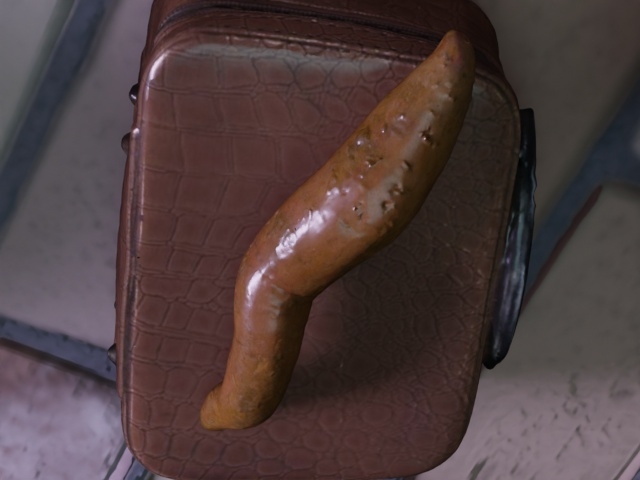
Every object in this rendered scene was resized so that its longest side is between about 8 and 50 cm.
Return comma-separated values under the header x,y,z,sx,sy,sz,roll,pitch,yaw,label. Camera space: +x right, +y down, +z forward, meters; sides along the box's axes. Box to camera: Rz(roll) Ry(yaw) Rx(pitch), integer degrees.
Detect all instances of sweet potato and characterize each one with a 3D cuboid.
x,y,z,sx,sy,sz,roll,pitch,yaw,label
-0.002,0.004,0.589,0.044,0.044,0.179,25,117,-17,sweet potato

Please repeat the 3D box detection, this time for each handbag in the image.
x,y,z,sx,sy,sz,roll,pitch,yaw,label
0.000,0.000,0.649,0.151,0.072,0.193,5,121,-7,handbag
